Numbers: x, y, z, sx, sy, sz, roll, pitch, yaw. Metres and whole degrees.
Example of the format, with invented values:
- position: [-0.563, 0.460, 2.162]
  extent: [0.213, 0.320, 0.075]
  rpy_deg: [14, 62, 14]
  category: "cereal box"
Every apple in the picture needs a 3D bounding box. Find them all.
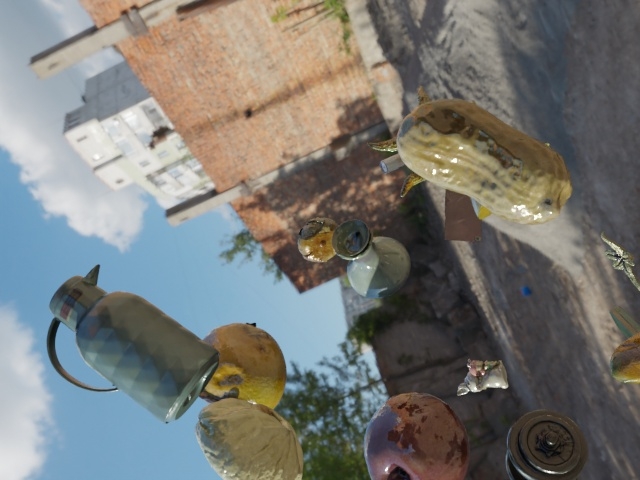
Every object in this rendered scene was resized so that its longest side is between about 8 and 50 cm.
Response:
- position: [0.248, 0.562, 1.694]
  extent: [0.235, 0.306, 0.305]
  rpy_deg: [-24, -91, -51]
  category: "apple"

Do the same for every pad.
- position: [0.413, -0.090, 1.837]
  extent: [0.006, 0.113, 0.187]
  rpy_deg: [136, 138, -79]
  category: "pad"

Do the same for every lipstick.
- position: [0.235, -0.231, 1.798]
  extent: [0.040, 0.141, 0.040]
  rpy_deg: [52, 157, 33]
  category: "lipstick"

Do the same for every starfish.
- position: [0.293, -0.281, 1.694]
  extent: [0.078, 0.347, 0.358]
  rpy_deg: [97, 158, -65]
  category: "starfish"
- position: [0.912, 0.063, 1.920]
  extent: [0.217, 0.050, 0.223]
  rpy_deg: [62, -169, 3]
  category: "starfish"

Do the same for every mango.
- position: [0.646, 0.221, 1.226]
  extent: [0.089, 0.165, 0.115]
  rpy_deg: [40, -125, -29]
  category: "mango"

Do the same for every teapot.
- position: [0.130, 0.045, 1.724]
  extent: [0.251, 0.183, 0.183]
  rpy_deg: [43, -158, -53]
  category: "teapot"

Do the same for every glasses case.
- position: [0.994, 0.284, 2.043]
  extent: [0.078, 0.039, 0.184]
  rpy_deg: [55, -169, -18]
  category: "glasses case"

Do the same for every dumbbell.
- position: [0.571, 0.549, 1.625]
  extent: [0.290, 0.192, 0.192]
  rpy_deg: [74, 177, -53]
  category: "dumbbell"

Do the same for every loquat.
- position: [-0.194, 0.322, 1.538]
  extent: [0.244, 0.244, 0.244]
  rpy_deg: [-24, -90, -84]
  category: "loquat"

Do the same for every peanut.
- position: [0.272, -0.137, 1.048]
  extent: [0.291, 0.159, 0.143]
  rpy_deg: [29, 141, 18]
  category: "peanut"

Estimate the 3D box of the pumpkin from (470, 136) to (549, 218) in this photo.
- position: [0.393, -0.158, 1.405]
  extent: [0.110, 0.217, 0.217]
  rpy_deg: [49, 179, 23]
  category: "pumpkin"

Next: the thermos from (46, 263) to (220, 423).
- position: [-0.327, 0.180, 1.060]
  extent: [0.286, 0.182, 0.145]
  rpy_deg: [33, 172, 7]
  category: "thermos"

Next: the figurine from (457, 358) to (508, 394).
- position: [0.449, 0.380, 1.809]
  extent: [0.081, 0.146, 0.098]
  rpy_deg: [2, -106, -63]
  category: "figurine"

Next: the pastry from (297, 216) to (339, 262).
- position: [-0.001, -0.001, 2.001]
  extent: [0.081, 0.153, 0.153]
  rpy_deg: [43, 167, 47]
  category: "pastry"

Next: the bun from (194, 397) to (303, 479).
- position: [-0.122, 0.359, 1.136]
  extent: [0.220, 0.134, 0.220]
  rpy_deg: [39, 172, 7]
  category: "bun"
